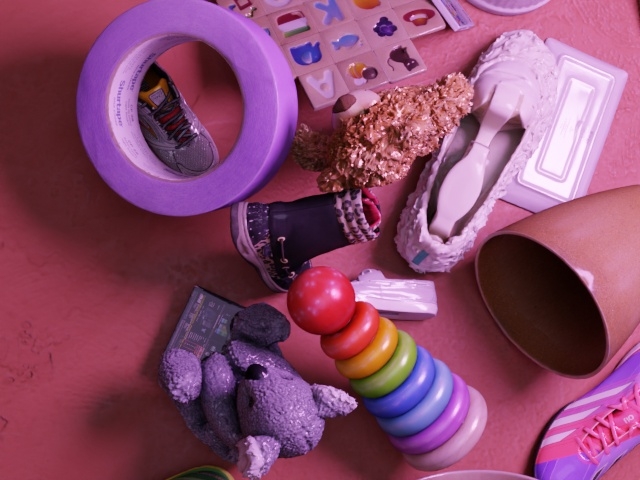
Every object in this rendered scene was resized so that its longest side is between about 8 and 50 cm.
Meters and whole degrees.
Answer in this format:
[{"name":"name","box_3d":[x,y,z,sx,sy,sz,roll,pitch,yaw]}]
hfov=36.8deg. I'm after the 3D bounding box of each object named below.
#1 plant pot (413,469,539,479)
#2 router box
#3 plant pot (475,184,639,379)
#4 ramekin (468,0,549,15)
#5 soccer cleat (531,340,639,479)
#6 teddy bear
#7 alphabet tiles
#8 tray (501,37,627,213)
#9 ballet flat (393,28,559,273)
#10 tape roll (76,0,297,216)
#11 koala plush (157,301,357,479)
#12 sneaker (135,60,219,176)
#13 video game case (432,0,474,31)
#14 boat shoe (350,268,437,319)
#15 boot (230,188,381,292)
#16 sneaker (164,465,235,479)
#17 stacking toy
[{"name":"plant pot","box_3d":[0.214,0.486,1.286,0.257,0.256,0.273,-7,102,-9]},{"name":"router box","box_3d":[-0.160,0.135,1.351,0.092,0.038,0.122,25,81,-5]},{"name":"plant pot","box_3d":[0.392,0.028,1.371,0.254,0.237,0.237,-34,90,-25]},{"name":"ramekin","box_3d":[0.296,-0.455,1.451,0.207,0.109,0.207,1,83,-9]},{"name":"soccer cleat","box_3d":[0.433,0.253,1.389,0.318,0.116,0.108,-41,91,-11]},{"name":"teddy bear","box_3d":[0.084,-0.159,1.270,0.338,0.245,0.113,-31,113,-52]},{"name":"alphabet tiles","box_3d":[0.002,-0.347,1.384,0.285,0.011,0.342,-21,67,-11]},{"name":"tray","box_3d":[0.371,-0.168,1.471,0.145,0.030,0.270,23,81,-7]},{"name":"ballet flat","box_3d":[0.240,-0.136,1.387,0.147,0.147,0.408,27,82,-5]},{"name":"tape roll","box_3d":[-0.172,-0.171,1.246,0.275,0.090,0.274,2,97,15]},{"name":"koala plush","box_3d":[-0.066,0.217,1.243,0.196,0.221,0.203,-30,111,-25]},{"name":"sneaker","box_3d":[-0.225,-0.177,1.348,0.088,0.093,0.225,-39,91,-11]},{"name":"video game case","box_3d":[0.189,-0.349,1.424,0.011,0.122,0.087,-36,90,24]},{"name":"boat shoe","box_3d":[0.080,0.073,1.385,0.184,0.066,0.063,5,69,-6]},{"name":"boot","box_3d":[0.000,0.001,1.271,0.179,0.236,0.085,-10,67,15]},{"name":"sneaker","box_3d":[-0.247,0.384,1.267,0.296,0.123,0.109,-27,89,-10]},{"name":"stacking toy","box_3d":[0.074,0.163,1.283,0.330,0.141,0.141,45,79,-23]}]
